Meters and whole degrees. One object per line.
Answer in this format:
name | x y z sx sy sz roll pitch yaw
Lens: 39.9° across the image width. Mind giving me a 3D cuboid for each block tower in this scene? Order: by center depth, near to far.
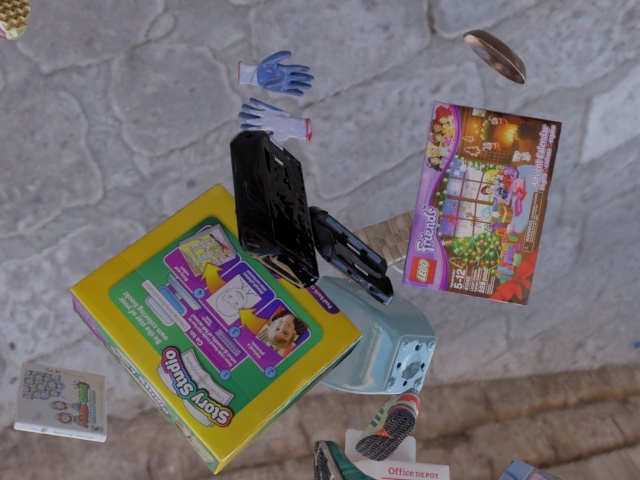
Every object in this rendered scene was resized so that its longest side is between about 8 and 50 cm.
block tower | 0.202 -0.015 1.895 0.335 0.097 0.091 -22 170 -2

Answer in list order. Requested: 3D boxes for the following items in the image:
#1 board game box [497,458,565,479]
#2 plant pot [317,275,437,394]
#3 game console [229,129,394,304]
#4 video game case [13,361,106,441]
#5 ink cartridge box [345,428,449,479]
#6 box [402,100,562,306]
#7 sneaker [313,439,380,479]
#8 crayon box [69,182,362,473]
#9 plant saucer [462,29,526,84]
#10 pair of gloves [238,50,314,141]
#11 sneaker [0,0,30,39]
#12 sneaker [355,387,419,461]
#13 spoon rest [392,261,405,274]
board game box | 0.315 0.388 0.998 0.232 0.291 0.141 9 101 -68
plant pot | 0.128 0.249 2.113 0.247 0.252 0.248 10 101 -46
game console | 0.000 0.000 1.264 0.044 0.213 0.361 -29 138 24
video game case | -0.424 0.264 1.451 0.143 0.157 0.019 14 115 -21
ink cartridge box | 0.161 0.571 1.839 0.207 0.354 0.119 13 155 -30
box | 0.251 -0.057 1.390 0.200 0.293 0.057 10 -175 3
sneaker | 0.076 0.374 1.212 0.110 0.275 0.107 -15 126 -28
crayon box | -0.169 0.134 1.444 0.313 0.363 0.106 -39 168 -23
plant saucer | 0.375 -0.394 1.869 0.029 0.168 0.168 -50 148 4
pair of gloves | -0.089 -0.281 1.742 0.159 0.023 0.198 9 121 12
sneaker | -0.355 -0.265 0.844 0.084 0.185 0.069 -27 -170 30
sneaker | 0.115 0.298 1.440 0.161 0.057 0.075 -56 -179 42
spoon rest | 0.252 -0.011 2.056 0.276 0.137 0.084 -38 160 -38
